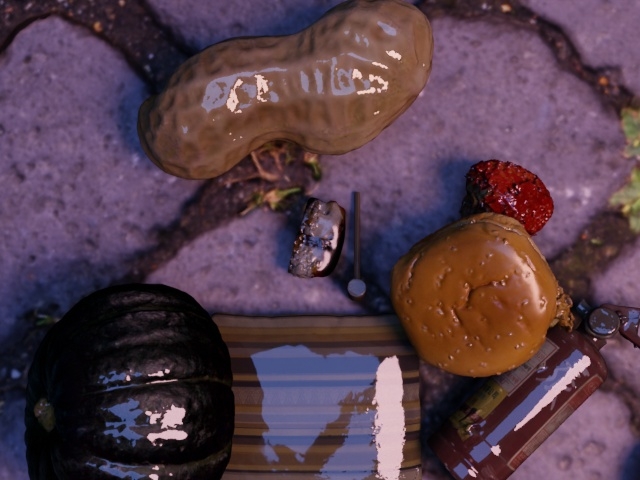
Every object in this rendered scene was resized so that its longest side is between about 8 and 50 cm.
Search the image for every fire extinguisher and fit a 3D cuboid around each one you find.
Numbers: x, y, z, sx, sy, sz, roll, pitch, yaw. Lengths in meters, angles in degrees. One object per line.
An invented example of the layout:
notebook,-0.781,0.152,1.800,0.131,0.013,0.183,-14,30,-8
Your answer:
fire extinguisher,0.224,0.140,0.647,0.252,0.075,0.106,-43,89,-2

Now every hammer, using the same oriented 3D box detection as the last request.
hammer,0.036,0.005,0.695,0.019,0.035,0.110,-1,76,3

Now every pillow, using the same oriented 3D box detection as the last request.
pillow,-0.005,0.172,0.669,0.208,0.052,0.212,0,85,1

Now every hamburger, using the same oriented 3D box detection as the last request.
hamburger,0.140,0.051,0.621,0.147,0.083,0.138,-25,98,29

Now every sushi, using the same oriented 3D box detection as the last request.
sushi,0.000,0.000,0.687,0.046,0.044,0.083,16,88,6

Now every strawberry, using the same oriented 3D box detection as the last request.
strawberry,0.180,-0.036,0.665,0.096,0.083,0.083,4,84,-29

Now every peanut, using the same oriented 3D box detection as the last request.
peanut,-0.033,-0.138,0.666,0.298,0.120,0.136,-15,79,5

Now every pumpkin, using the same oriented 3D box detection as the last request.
pumpkin,-0.165,0.148,0.604,0.161,0.220,0.221,3,84,-32
